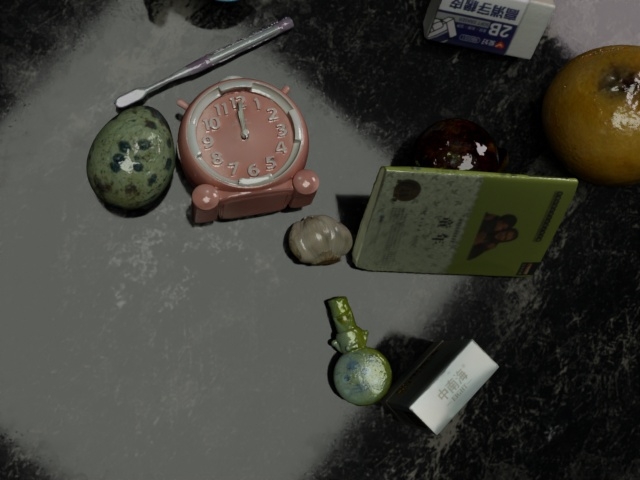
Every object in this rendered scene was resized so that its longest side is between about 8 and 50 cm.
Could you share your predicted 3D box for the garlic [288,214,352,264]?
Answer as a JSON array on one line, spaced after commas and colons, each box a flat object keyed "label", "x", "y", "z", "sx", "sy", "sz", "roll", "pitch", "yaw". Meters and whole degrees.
[{"label": "garlic", "x": 0.000, "y": -0.004, "z": 1.525, "sx": 0.113, "sy": 0.074, "sz": 0.094, "roll": -9, "pitch": 82, "yaw": -18}]

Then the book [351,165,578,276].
[{"label": "book", "x": 0.246, "y": -0.029, "z": 1.510, "sx": 0.352, "sy": 0.239, "sz": 0.035, "roll": 3, "pitch": 45, "yaw": -11}]

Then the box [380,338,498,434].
[{"label": "box", "x": 0.192, "y": 0.243, "z": 1.459, "sx": 0.155, "sy": 0.243, "sz": 0.067, "roll": -43, "pitch": 90, "yaw": -12}]

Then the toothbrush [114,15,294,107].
[{"label": "toothbrush", "x": -0.203, "y": -0.314, "z": 1.534, "sx": 0.354, "sy": 0.029, "sz": 0.024, "roll": -29, "pitch": 94, "yaw": -13}]

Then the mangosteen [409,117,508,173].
[{"label": "mangosteen", "x": 0.249, "y": -0.135, "z": 1.550, "sx": 0.184, "sy": 0.172, "sz": 0.173, "roll": 0, "pitch": 86, "yaw": -39}]

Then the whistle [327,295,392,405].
[{"label": "whistle", "x": 0.060, "y": 0.196, "z": 1.539, "sx": 0.104, "sy": 0.057, "sz": 0.198, "roll": -20, "pitch": 82, "yaw": 4}]

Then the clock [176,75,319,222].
[{"label": "clock", "x": -0.134, "y": -0.163, "z": 1.488, "sx": 0.227, "sy": 0.142, "sz": 0.241, "roll": -10, "pitch": 78, "yaw": -12}]

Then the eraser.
[{"label": "eraser", "x": 0.306, "y": -0.412, "z": 1.588, "sx": 0.210, "sy": 0.124, "sz": 0.068, "roll": 9, "pitch": 44, "yaw": -11}]

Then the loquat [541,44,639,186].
[{"label": "loquat", "x": 0.533, "y": -0.227, "z": 1.556, "sx": 0.263, "sy": 0.263, "sz": 0.263, "roll": 1, "pitch": 86, "yaw": -11}]

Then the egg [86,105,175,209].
[{"label": "egg", "x": -0.311, "y": -0.139, "z": 1.441, "sx": 0.141, "sy": 0.141, "sz": 0.182, "roll": 21, "pitch": 76, "yaw": -9}]
